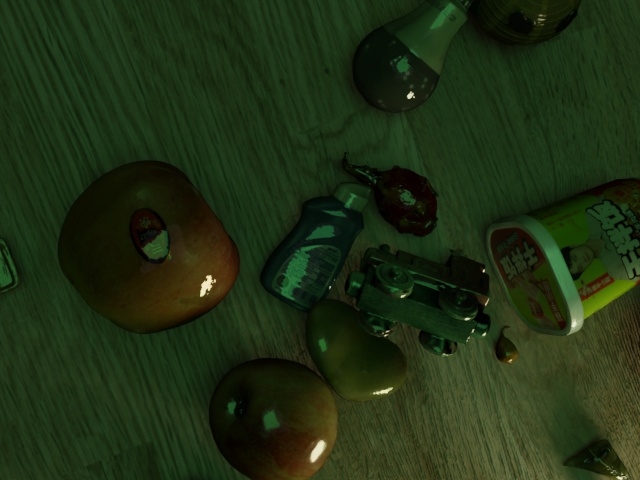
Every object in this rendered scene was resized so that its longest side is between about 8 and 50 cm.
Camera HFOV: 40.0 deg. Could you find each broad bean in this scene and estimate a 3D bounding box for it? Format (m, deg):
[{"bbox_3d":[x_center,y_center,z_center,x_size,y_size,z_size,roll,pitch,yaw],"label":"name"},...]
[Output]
[{"bbox_3d":[0.059,0.232,1.802,0.263,0.121,0.189,41,46,-21],"label":"broad bean"}]

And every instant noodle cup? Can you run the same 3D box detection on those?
[{"bbox_3d":[0.555,0.016,1.841,0.308,0.294,0.293,-25,94,-13],"label":"instant noodle cup"}]

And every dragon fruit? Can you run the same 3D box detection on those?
[{"bbox_3d":[0.145,-0.104,1.844,0.246,0.125,0.125,32,90,0],"label":"dragon fruit"}]

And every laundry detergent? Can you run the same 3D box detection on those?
[{"bbox_3d":[0.000,0.000,1.814,0.143,0.094,0.289,31,97,-8],"label":"laundry detergent"}]

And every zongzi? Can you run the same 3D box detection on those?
[{"bbox_3d":[0.612,0.508,1.954,0.113,0.052,0.104,-33,101,7],"label":"zongzi"}]

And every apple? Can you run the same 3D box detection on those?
[{"bbox_3d":[-0.336,0.021,1.673,0.305,0.338,0.338,-34,95,-6],"label":"apple"},{"bbox_3d":[-0.098,0.357,1.738,0.234,0.257,0.256,23,87,-49],"label":"apple"}]

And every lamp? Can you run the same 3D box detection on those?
[{"bbox_3d":[0.203,-0.390,1.777,0.314,0.182,0.182,-37,96,28],"label":"lamp"},{"bbox_3d":[0.431,-0.531,1.795,0.250,0.284,0.250,1,85,-9],"label":"lamp"}]

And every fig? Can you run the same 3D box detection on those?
[{"bbox_3d":[0.405,0.228,1.923,0.050,0.050,0.083,2,73,-8],"label":"fig"}]

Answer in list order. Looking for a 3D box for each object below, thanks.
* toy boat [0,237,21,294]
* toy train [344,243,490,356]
[{"bbox_3d":[-0.700,0.073,1.760,0.188,0.061,0.116,-21,95,-7],"label":"toy boat"},{"bbox_3d":[0.203,0.103,1.809,0.305,0.221,0.150,19,125,-2],"label":"toy train"}]
